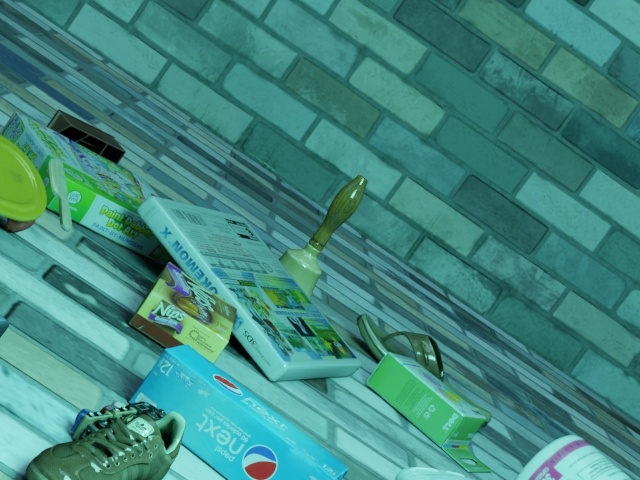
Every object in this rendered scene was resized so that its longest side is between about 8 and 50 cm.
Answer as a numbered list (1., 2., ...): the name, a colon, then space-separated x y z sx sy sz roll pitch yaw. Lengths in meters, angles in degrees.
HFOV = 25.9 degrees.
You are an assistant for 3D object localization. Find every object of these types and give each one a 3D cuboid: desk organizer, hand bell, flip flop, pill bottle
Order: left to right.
1. desk organizer: -0.385 -0.162 2.287 0.130 0.047 0.050 26 14 -48
2. hand bell: 0.000 0.000 2.208 0.126 0.242 0.126 35 8 -6
3. flip flop: 0.178 0.205 2.319 0.277 0.080 0.112 36 8 9
4. pill bottle: 0.375 0.389 1.749 0.283 0.160 0.160 39 9 31

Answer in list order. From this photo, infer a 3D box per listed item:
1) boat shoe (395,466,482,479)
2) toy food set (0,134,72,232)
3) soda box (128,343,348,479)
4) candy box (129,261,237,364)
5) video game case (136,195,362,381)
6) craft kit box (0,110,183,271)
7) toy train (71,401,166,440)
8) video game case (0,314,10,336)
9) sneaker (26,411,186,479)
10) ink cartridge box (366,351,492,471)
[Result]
1. boat shoe: 0.155 0.309 1.703 0.184 0.066 0.063 11 24 -48
2. toy food set: -0.391 -0.061 1.618 0.218 0.071 0.128 23 38 -48
3. soda box: -0.079 0.191 1.368 0.210 0.067 0.071 37 7 10
4. candy box: -0.162 0.091 1.682 0.109 0.053 0.186 34 9 -5
5. video game case: -0.091 0.071 1.946 0.300 0.036 0.329 50 11 16
6. craft kit box: -0.317 -0.069 1.992 0.247 0.061 0.250 26 12 -38
7. toy train: -0.182 0.162 1.255 0.036 0.027 0.158 33 7 15
8. video game case: -0.386 0.026 1.161 0.196 0.026 0.274 36 5 6
9. sneaker: -0.168 0.167 1.118 0.066 0.071 0.188 37 8 15
10. ink cartridge box: 0.178 0.256 2.080 0.209 0.062 0.109 39 8 25
